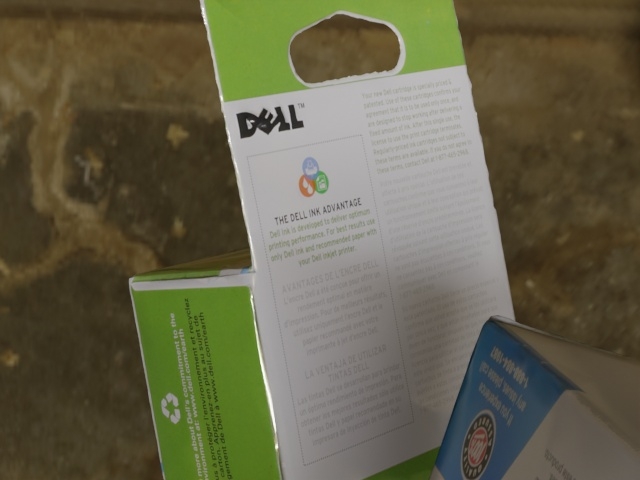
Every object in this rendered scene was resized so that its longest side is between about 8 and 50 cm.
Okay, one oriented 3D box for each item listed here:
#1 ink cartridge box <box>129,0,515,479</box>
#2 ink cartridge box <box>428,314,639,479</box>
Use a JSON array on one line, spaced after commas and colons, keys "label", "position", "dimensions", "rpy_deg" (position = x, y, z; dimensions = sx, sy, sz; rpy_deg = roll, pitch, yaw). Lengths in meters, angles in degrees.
[{"label": "ink cartridge box", "position": [0.000, 0.000, 0.780], "dimensions": [0.189, 0.097, 0.255], "rpy_deg": [-14, 96, -45]}, {"label": "ink cartridge box", "position": [0.105, 0.169, 0.436], "dimensions": [0.168, 0.171, 0.232], "rpy_deg": [17, 98, -12]}]
